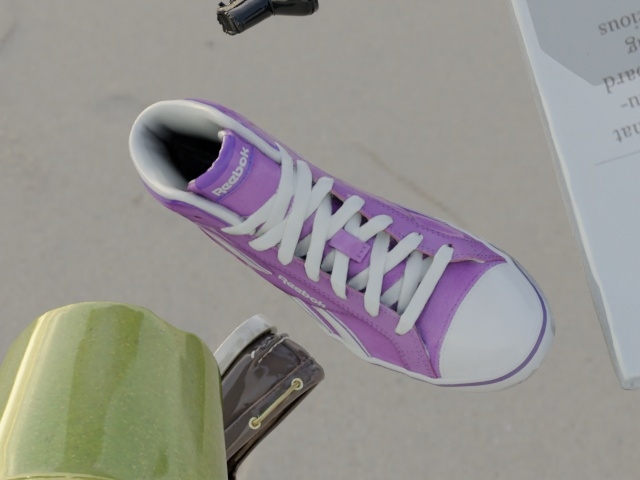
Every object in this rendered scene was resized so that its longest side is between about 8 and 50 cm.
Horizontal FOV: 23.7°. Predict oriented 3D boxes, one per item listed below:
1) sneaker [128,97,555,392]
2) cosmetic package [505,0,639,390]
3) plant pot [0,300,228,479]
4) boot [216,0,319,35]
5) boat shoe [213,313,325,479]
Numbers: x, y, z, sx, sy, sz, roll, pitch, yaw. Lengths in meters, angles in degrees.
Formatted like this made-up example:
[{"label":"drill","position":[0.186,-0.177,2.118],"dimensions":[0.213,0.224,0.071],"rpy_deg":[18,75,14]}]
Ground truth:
[{"label":"sneaker","position":[-0.001,0.001,0.916],"dimensions":[0.282,0.102,0.161],"rpy_deg":[27,-2,26]},{"label":"cosmetic package","position":[0.326,-0.130,1.042],"dimensions":[0.327,0.393,0.329],"rpy_deg":[-18,-7,18]},{"label":"plant pot","position":[-0.175,0.195,1.176],"dimensions":[0.276,0.276,0.254],"rpy_deg":[2,45,1]},{"label":"boot","position":[-0.071,-0.296,1.958],"dimensions":[0.099,0.045,0.121],"rpy_deg":[-30,30,-23]},{"label":"boat shoe","position":[-0.122,0.230,1.549],"dimensions":[0.097,0.324,0.116],"rpy_deg":[38,5,14]}]
